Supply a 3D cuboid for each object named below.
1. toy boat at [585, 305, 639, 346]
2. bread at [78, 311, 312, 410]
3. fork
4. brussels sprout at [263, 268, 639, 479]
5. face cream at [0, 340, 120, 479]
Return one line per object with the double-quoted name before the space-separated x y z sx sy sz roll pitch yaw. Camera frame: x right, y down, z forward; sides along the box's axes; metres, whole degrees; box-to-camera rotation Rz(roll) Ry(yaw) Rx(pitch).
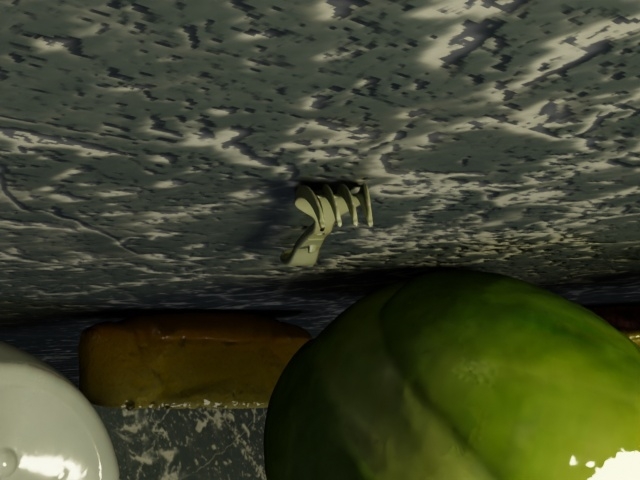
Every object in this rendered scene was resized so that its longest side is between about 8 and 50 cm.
"toy boat" 0.313 0.126 1.178 0.318 0.099 0.141 -1 167 4
"bread" -0.121 0.118 1.013 0.245 0.094 0.102 3 177 -29
"fork" -0.001 -0.006 0.540 0.034 0.028 0.219 -9 175 -7
"brussels sprout" 0.131 0.176 0.773 0.371 0.276 0.315 23 172 33
"face cream" -0.371 0.190 0.927 0.357 0.219 0.312 -5 154 44
